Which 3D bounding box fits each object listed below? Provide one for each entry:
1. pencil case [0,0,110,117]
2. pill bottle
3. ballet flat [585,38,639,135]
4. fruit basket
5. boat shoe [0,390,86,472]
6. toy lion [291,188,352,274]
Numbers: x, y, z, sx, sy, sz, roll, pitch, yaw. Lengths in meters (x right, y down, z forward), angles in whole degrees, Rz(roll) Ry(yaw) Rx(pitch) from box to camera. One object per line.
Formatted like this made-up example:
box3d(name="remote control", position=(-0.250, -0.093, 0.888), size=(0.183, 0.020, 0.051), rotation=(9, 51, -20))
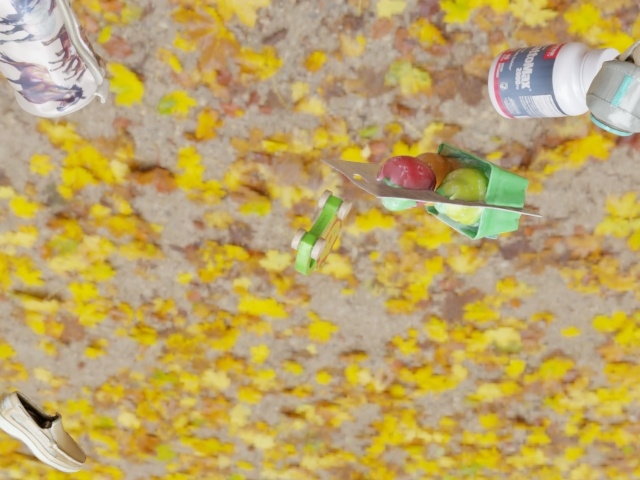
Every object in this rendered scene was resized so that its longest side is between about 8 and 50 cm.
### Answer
box3d(name="pencil case", position=(-0.476, -0.392, 1.486), size=(0.183, 0.160, 0.410), rotation=(7, 137, 24))
box3d(name="pill bottle", position=(0.350, -0.237, 1.382), size=(0.180, 0.108, 0.108), rotation=(4, 150, 46))
box3d(name="ballet flat", position=(0.286, -0.145, 0.826), size=(0.072, 0.213, 0.068), rotation=(27, 117, 15))
box3d(name="fruit basket", position=(0.212, -0.098, 1.862), size=(0.353, 0.327, 0.165), rotation=(-1, 107, -20))
box3d(name="boat shoe", position=(-0.460, 0.322, 1.575), size=(0.072, 0.068, 0.190), rotation=(-40, 119, 12))
box3d(name="toy lion", position=(0.000, 0.000, 1.016), size=(0.034, 0.100, 0.096), rotation=(25, 142, 11))
